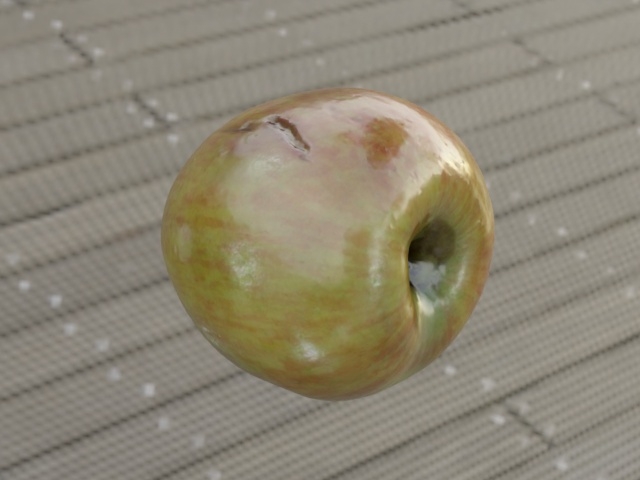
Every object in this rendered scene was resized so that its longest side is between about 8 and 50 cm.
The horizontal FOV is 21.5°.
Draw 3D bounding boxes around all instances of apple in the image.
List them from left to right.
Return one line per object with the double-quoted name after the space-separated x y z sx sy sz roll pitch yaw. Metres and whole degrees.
0.000 0.000 1.376 0.264 0.264 0.264 9 34 -6 "apple"
